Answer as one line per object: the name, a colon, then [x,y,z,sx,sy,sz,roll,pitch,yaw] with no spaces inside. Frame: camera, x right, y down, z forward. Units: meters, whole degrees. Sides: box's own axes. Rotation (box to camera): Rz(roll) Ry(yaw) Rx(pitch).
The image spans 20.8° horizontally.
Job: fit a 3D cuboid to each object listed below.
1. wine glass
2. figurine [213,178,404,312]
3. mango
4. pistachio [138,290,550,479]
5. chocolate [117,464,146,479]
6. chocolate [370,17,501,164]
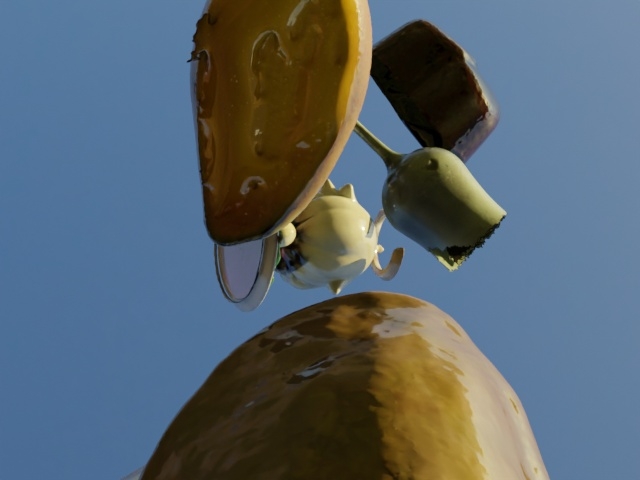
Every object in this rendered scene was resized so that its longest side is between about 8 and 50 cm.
wine glass: [0.062,-0.063,1.431,0.195,0.079,0.079,43,-115,7]
figurine: [0.000,0.000,1.492,0.153,0.132,0.132,3,-132,-24]
mango: [-0.025,-0.086,0.976,0.101,0.066,0.188,11,-89,0]
pistachio: [0.007,0.143,0.767,0.212,0.163,0.261,-1,-128,-16]
chocolate: [-0.072,0.153,1.022,0.085,0.086,0.219,28,-145,24]
chocolate: [0.117,-0.133,1.587,0.080,0.125,0.149,-40,-114,15]
